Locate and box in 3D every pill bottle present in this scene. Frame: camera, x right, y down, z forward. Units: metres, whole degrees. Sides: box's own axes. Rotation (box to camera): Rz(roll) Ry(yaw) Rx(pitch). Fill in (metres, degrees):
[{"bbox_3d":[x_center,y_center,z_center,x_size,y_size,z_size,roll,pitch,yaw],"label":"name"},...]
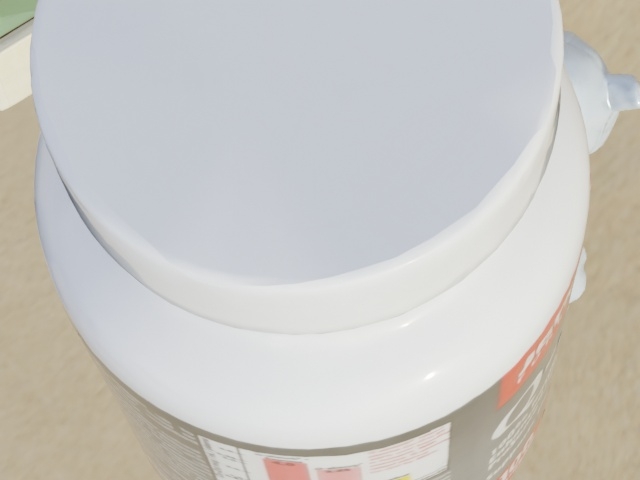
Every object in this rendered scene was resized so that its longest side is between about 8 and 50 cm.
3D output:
[{"bbox_3d":[0.000,0.000,0.751,0.210,0.363,0.210,-1,70,3],"label":"pill bottle"}]

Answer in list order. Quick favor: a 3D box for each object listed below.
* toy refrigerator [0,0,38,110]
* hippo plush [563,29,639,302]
[{"bbox_3d":[-0.305,-0.250,1.553,0.102,0.094,0.269,-33,70,-12],"label":"toy refrigerator"},{"bbox_3d":[0.128,-0.074,1.515,0.234,0.294,0.236,22,102,13],"label":"hippo plush"}]
